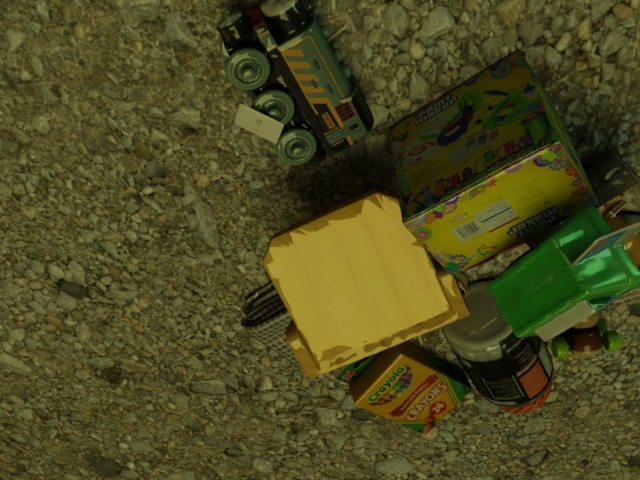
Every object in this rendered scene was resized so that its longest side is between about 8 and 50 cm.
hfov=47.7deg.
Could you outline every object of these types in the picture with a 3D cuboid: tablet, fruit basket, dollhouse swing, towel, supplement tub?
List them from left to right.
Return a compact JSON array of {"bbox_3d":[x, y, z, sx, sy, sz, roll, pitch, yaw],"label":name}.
[{"bbox_3d":[-0.107,-0.201,1.253,0.083,0.006,0.054,25,143,-4],"label":"tablet"},{"bbox_3d":[-0.016,0.183,1.741,0.283,0.121,0.235,-30,129,25],"label":"towel"},{"bbox_3d":[0.082,0.065,1.491,0.346,0.315,0.305,-24,95,9],"label":"dollhouse swing"},{"bbox_3d":[0.446,0.272,1.780,0.207,0.207,0.338,-20,131,17],"label":"supplement tub"},{"bbox_3d":[0.490,0.051,1.280,0.353,0.165,0.327,-10,155,-32],"label":"fruit basket"}]

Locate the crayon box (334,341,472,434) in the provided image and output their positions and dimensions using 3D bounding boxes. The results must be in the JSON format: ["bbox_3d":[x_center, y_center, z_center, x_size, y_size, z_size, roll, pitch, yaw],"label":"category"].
[{"bbox_3d":[0.222,0.384,1.940,0.318,0.081,0.202,28,113,-26],"label":"crayon box"}]

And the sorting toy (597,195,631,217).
[{"bbox_3d":[0.605,-0.080,1.557,0.075,0.045,0.083,36,118,-10],"label":"sorting toy"}]

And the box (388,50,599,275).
[{"bbox_3d":[0.300,-0.141,1.321,0.290,0.279,0.177,-29,130,25],"label":"box"}]

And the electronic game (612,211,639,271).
[{"bbox_3d":[0.671,0.031,1.658,0.229,0.048,0.229,-2,127,-2],"label":"electronic game"}]

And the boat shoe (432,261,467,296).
[{"bbox_3d":[0.272,0.093,1.702,0.170,0.059,0.063,12,133,-13],"label":"boat shoe"}]

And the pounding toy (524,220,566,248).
[{"bbox_3d":[0.484,-0.052,1.410,0.269,0.154,0.155,23,125,-21],"label":"pounding toy"}]

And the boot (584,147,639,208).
[{"bbox_3d":[0.526,-0.112,1.500,0.189,0.076,0.208,28,129,-26],"label":"boot"}]

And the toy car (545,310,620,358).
[{"bbox_3d":[0.635,0.178,1.777,0.155,0.149,0.188,-8,105,1],"label":"toy car"}]

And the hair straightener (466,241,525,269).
[{"bbox_3d":[0.380,0.005,1.586,0.089,0.047,0.230,34,146,-29],"label":"hair straightener"}]

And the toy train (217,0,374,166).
[{"bbox_3d":[-0.042,-0.281,1.286,0.190,0.142,0.334,-28,128,8],"label":"toy train"}]

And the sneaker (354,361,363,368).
[{"bbox_3d":[0.130,0.356,1.972,0.083,0.035,0.031,22,129,-21],"label":"sneaker"}]
